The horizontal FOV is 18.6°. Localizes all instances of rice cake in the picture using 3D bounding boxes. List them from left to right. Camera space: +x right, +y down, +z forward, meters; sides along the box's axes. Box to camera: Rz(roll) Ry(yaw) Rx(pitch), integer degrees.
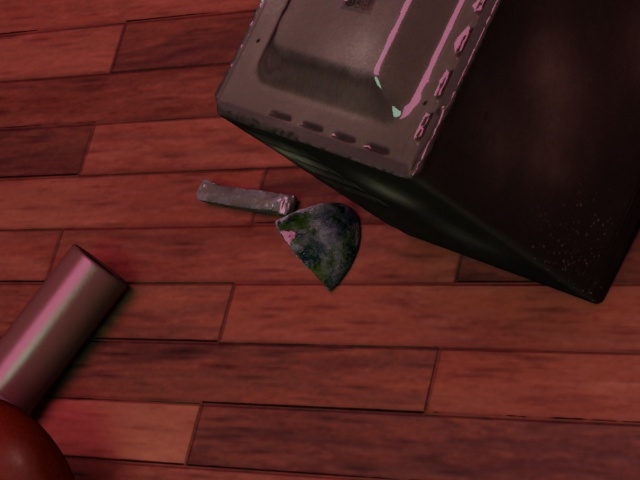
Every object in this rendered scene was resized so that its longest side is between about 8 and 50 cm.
[{"bbox_3d":[-0.073,-0.041,1.925,0.121,0.021,0.022,10,82,38],"label":"rice cake"}]

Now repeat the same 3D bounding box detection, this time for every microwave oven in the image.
[{"bbox_3d":[0.159,-0.220,1.634,0.236,0.374,0.432,21,83,40],"label":"microwave oven"}]

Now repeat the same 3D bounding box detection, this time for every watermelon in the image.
[{"bbox_3d":[0.000,0.000,1.844,0.061,0.085,0.085,-32,43,57],"label":"watermelon"}]

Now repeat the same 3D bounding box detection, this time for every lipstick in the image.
[{"bbox_3d":[-0.296,0.124,1.959,0.254,0.070,0.070,-53,48,-1],"label":"lipstick"}]

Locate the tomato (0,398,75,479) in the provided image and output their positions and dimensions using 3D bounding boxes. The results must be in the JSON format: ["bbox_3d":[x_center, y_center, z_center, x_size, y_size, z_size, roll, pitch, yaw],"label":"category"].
[{"bbox_3d":[-0.348,0.264,1.792,0.256,0.256,0.224,-33,16,17],"label":"tomato"}]
